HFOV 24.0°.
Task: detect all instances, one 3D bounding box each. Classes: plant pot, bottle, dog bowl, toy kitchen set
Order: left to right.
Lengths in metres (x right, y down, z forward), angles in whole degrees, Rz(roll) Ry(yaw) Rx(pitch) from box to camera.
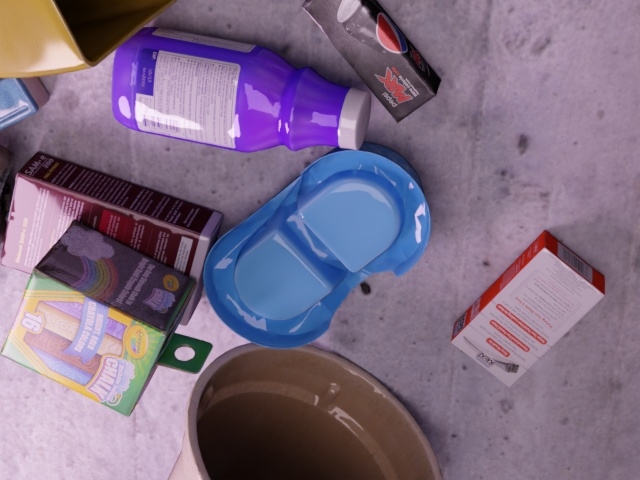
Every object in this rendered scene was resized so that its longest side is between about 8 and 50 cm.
[{"bbox_3d":[-0.433,-0.194,1.685,0.122,0.166,0.207,-24,108,22],"label":"toy kitchen set"},{"bbox_3d":[-0.314,-0.289,1.607,0.187,0.212,0.212,-15,111,31],"label":"plant pot"},{"bbox_3d":[-0.087,-0.158,1.659,0.283,0.092,0.118,11,117,12],"label":"bottle"},{"bbox_3d":[-0.068,0.343,1.802,0.334,0.334,0.305,32,128,-4],"label":"plant pot"},{"bbox_3d":[0.000,0.000,1.739,0.297,0.074,0.166,-38,102,25],"label":"dog bowl"}]

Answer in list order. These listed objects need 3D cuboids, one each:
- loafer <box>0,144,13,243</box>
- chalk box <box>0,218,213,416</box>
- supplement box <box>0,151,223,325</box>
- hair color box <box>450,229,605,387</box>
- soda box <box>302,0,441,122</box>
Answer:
[{"bbox_3d":[-0.417,-0.011,1.823,0.084,0.096,0.267,21,126,-21],"label":"loafer"},{"bbox_3d":[-0.230,0.098,1.719,0.213,0.132,0.132,28,119,-1],"label":"chalk box"},{"bbox_3d":[-0.249,-0.002,1.789,0.239,0.073,0.130,19,118,1],"label":"supplement box"},{"bbox_3d":[0.239,0.080,1.739,0.093,0.053,0.167,38,115,-8],"label":"hair color box"},{"bbox_3d":[0.057,-0.214,1.638,0.060,0.053,0.169,-35,104,24],"label":"soda box"}]
